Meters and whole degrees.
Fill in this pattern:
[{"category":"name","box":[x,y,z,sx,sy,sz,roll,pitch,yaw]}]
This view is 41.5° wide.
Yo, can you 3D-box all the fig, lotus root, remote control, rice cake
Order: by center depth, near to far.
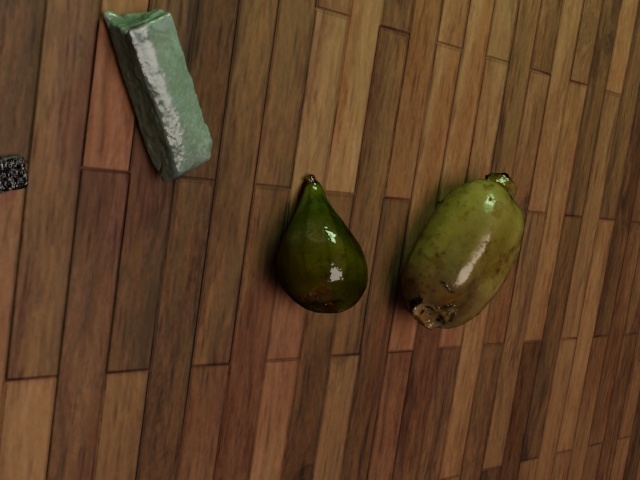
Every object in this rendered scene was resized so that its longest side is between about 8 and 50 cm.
[{"category":"remote control","box":[-0.360,-0.066,0.898,0.096,0.014,0.039,-16,110,-39]},{"category":"rice cake","box":[-0.185,-0.173,0.991,0.069,0.063,0.207,-30,119,-35]},{"category":"fig","box":[-0.011,0.013,1.178,0.133,0.185,0.126,13,130,-47]},{"category":"lotus root","box":[0.235,0.012,1.348,0.284,0.146,0.160,-58,148,-18]}]
